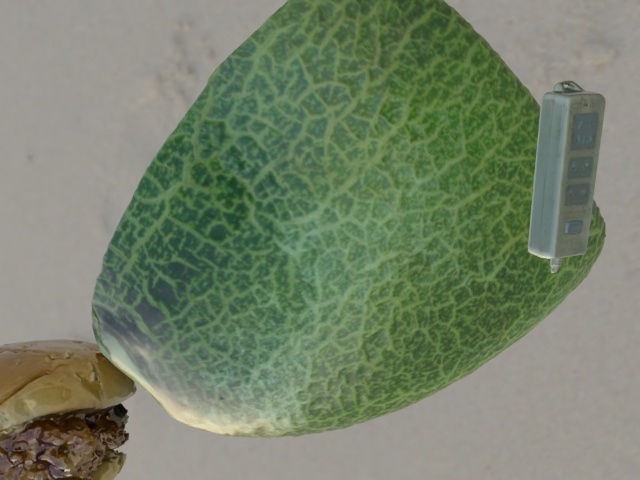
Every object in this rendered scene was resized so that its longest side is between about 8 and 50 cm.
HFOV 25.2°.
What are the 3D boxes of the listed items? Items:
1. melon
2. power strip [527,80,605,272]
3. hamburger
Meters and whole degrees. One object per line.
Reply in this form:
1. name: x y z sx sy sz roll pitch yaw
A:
1. melon: 0.000 0.000 1.091 0.331 0.343 0.226 48 166 -30
2. power strip: 0.105 -0.026 0.615 0.017 0.027 0.083 18 110 48
3. hamburger: -0.311 0.178 1.285 0.245 0.282 0.155 -3 97 44
